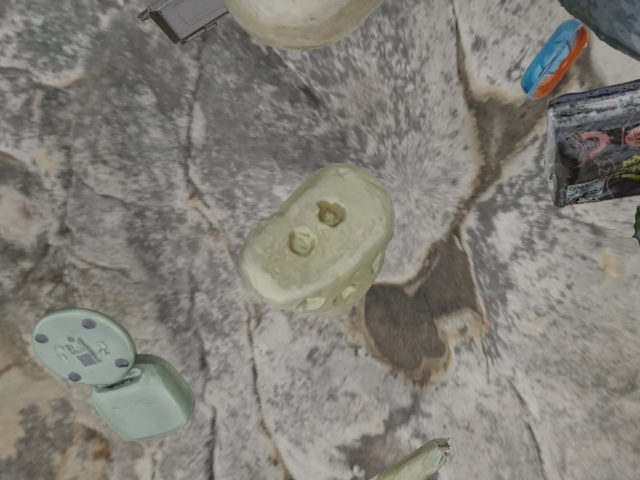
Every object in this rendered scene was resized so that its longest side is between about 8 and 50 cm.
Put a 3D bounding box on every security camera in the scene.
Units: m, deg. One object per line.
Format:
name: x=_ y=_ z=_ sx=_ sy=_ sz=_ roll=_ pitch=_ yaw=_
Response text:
security camera: x=-0.317 y=0.196 z=1.440 sx=0.157 sy=0.080 sz=0.301 roll=-18 pitch=127 yaw=21

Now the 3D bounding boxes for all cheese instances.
cheese: x=0.255 y=-0.194 z=1.015 sx=0.037 sy=0.256 sz=0.106 roll=39 pitch=105 yaw=6
cheese: x=0.002 y=0.001 z=1.448 sx=0.174 sy=0.251 sz=0.248 roll=40 pitch=107 yaw=24

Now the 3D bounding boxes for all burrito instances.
burrito: x=0.129 y=0.359 z=1.426 sx=0.188 sy=0.058 sz=0.045 roll=-38 pitch=123 yaw=16

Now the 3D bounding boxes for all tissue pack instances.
tissue pack: x=0.553 y=-0.171 z=1.601 sx=0.332 sy=0.245 sz=0.123 roll=-10 pitch=57 yaw=7

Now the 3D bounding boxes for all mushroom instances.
mushroom: x=-0.009 y=-0.293 z=0.977 sx=0.204 sy=0.204 sz=0.204 roll=0 pitch=93 yaw=5

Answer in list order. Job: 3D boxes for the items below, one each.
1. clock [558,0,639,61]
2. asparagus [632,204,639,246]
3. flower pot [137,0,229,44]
clock: x=0.292 y=-0.208 z=0.656 sx=0.313 sy=0.312 sz=0.061 roll=19 pitch=137 yaw=4
asparagus: x=0.256 y=-0.023 z=0.491 sx=0.178 sy=0.041 sz=0.045 roll=-16 pitch=127 yaw=37
flower pot: x=-0.174 y=-0.413 z=1.575 sx=0.251 sy=0.179 sz=0.084 roll=-29 pitch=104 yaw=14
